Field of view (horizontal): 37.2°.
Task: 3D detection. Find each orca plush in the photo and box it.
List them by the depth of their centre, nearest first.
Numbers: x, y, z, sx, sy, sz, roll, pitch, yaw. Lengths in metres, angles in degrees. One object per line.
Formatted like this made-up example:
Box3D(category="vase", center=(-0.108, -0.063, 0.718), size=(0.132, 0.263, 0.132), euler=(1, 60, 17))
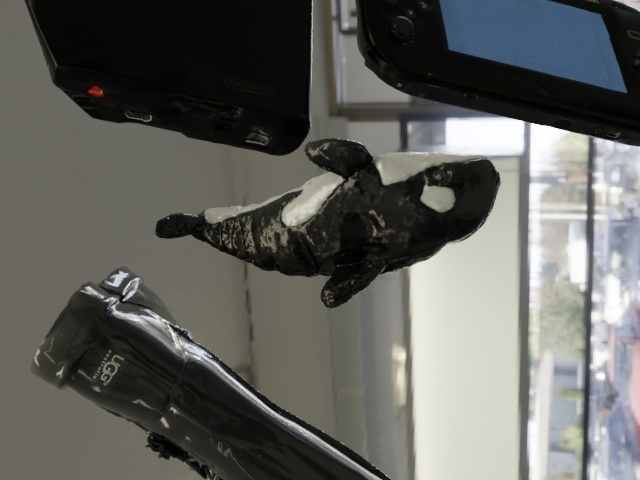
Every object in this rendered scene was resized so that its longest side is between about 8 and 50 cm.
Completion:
Box3D(category="orca plush", center=(0.000, 0.000, 0.771), size=(0.151, 0.287, 0.102), euler=(72, -158, -53))

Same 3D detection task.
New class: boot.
Box3D(category="boot", center=(-0.084, 0.208, 1.081), size=(0.146, 0.445, 0.367), euler=(-59, 4, 1))

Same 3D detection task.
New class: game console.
Box3D(category="game console", center=(0.036, -0.134, 0.502), size=(0.044, 0.361, 0.213), euler=(132, 143, -57))
